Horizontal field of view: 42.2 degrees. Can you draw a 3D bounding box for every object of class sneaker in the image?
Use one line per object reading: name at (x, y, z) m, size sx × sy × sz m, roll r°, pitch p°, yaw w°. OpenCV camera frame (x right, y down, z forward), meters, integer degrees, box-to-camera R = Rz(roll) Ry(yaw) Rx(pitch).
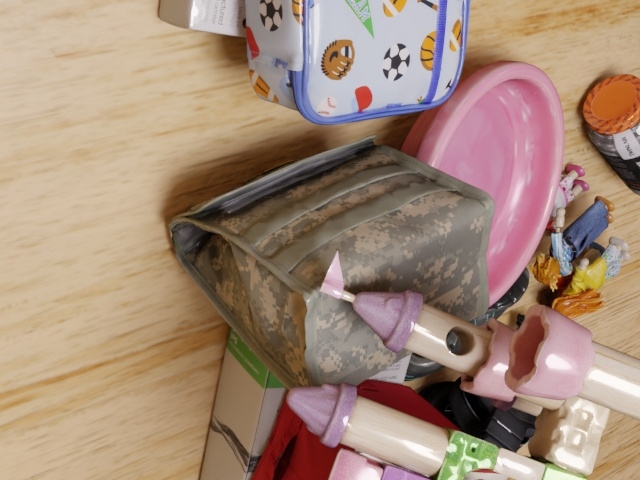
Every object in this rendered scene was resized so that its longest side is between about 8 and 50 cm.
sneaker at (0.191, 0.106, 1.187) m, size 0.267 × 0.101 × 0.106 m, roll -33°, pitch 158°, yaw -27°

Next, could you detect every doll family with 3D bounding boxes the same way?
doll family at (0.381, 0.023, 1.243) m, size 0.163 × 0.118 × 0.263 m, roll -41°, pitch 126°, yaw -16°

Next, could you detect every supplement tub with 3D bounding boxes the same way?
supplement tub at (0.471, -0.154, 1.227) m, size 0.190 × 0.117 × 0.117 m, roll 35°, pitch 89°, yaw -40°

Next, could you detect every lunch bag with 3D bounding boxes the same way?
lunch bag at (0.050, -0.270, 0.784) m, size 0.243 × 0.115 × 0.304 m, roll -13°, pitch 118°, yaw -34°
lunch bag at (0.000, 0.000, 0.867) m, size 0.235 × 0.287 × 0.169 m, roll -24°, pitch 128°, yaw -28°

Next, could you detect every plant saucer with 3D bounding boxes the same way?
plant saucer at (0.195, -0.067, 1.064) m, size 0.332 × 0.084 × 0.332 m, roll -25°, pitch 125°, yaw -41°

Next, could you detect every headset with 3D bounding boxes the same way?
headset at (0.244, 0.262, 1.180) m, size 0.185 × 0.243 × 0.394 m, roll 38°, pitch 56°, yaw -3°

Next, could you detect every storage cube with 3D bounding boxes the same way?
storage cube at (0.060, 0.280, 0.935) m, size 0.214 × 0.193 × 0.184 m, roll 15°, pitch 102°, yaw -35°

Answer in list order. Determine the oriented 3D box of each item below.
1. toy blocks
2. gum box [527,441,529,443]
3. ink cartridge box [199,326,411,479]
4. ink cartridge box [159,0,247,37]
toy blocks at (0.081, 0.190, 0.689) m, size 0.260 × 0.309 × 0.289 m, roll 21°, pitch 81°, yaw -4°
gum box at (0.373, 0.286, 1.336) m, size 0.156 × 0.184 × 0.041 m, roll -13°, pitch 75°, yaw -29°
ink cartridge box at (-0.023, 0.223, 1.056) m, size 0.211 × 0.121 × 0.289 m, roll 2°, pitch 110°, yaw -34°
ink cartridge box at (-0.053, -0.274, 0.834) m, size 0.190 × 0.082 × 0.140 m, roll -1°, pitch 111°, yaw -34°
